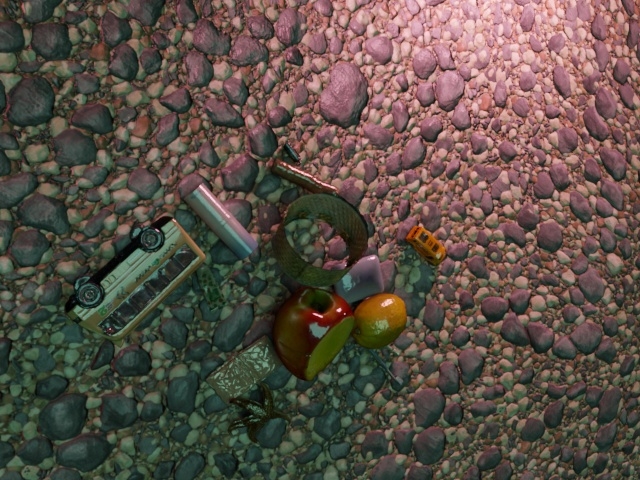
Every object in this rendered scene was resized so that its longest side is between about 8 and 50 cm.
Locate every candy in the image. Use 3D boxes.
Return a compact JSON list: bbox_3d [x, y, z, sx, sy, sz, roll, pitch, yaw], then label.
[{"bbox_3d":[0.124,0.131,1.760,0.174,0.071,0.138,-14,97,-20],"label":"candy"}]

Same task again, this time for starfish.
[{"bbox_3d":[-0.180,0.540,1.640,0.238,0.057,0.213,18,102,-28],"label":"starfish"}]

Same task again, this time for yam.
[{"bbox_3d":[-0.047,-0.193,1.694,0.241,0.057,0.056,24,83,-20],"label":"yam"}]

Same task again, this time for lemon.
[{"bbox_3d":[0.195,0.266,1.744,0.207,0.170,0.170,-24,100,-24],"label":"lemon"}]

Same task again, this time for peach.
[{"bbox_3d":[-0.029,0.284,1.613,0.249,0.245,0.274,-1,116,-28],"label":"peach"}]

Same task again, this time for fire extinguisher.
[{"bbox_3d":[-0.084,-0.276,1.689,0.083,0.025,0.038,54,50,-15],"label":"fire extinguisher"}]

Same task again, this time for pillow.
[{"bbox_3d":[-0.230,0.402,1.640,0.233,0.043,0.126,-35,103,-14],"label":"pillow"}]

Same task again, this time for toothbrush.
[{"bbox_3d":[0.219,0.428,1.837,0.019,0.016,0.219,-47,107,-16],"label":"toothbrush"}]

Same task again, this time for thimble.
[{"bbox_3d":[0.000,0.000,1.610,0.271,0.150,0.270,9,60,-16],"label":"thimble"}]

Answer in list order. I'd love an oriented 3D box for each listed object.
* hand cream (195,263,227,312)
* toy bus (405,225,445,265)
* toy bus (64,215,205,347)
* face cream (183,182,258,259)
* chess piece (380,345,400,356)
[{"bbox_3d":[-0.335,0.138,1.597,0.057,0.037,0.165,-26,107,-19],"label":"hand cream"},{"bbox_3d":[0.382,0.021,1.862,0.162,0.074,0.069,41,75,-17],"label":"toy bus"},{"bbox_3d":[-0.505,0.105,1.446,0.365,0.177,0.202,-46,113,-16],"label":"toy bus"},{"bbox_3d":[-0.295,-0.055,1.579,0.077,0.077,0.250,-44,106,-15],"label":"face cream"},{"bbox_3d":[0.241,0.374,1.836,0.093,0.042,0.042,36,78,-27],"label":"chess piece"}]
